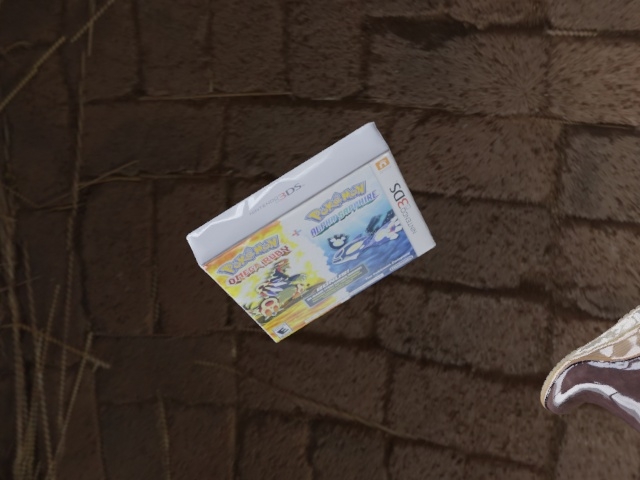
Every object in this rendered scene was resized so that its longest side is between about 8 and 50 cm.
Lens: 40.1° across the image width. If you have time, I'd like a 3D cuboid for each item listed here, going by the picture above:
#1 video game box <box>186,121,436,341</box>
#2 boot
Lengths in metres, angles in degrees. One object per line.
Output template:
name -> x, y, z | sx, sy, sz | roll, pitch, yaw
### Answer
video game box -> 0.000, 0.000, 0.868 | 0.205, 0.187, 0.048 | -32, 52, 3
boot -> 0.424, 0.231, 1.194 | 0.248, 0.090, 0.207 | -53, 49, 38
